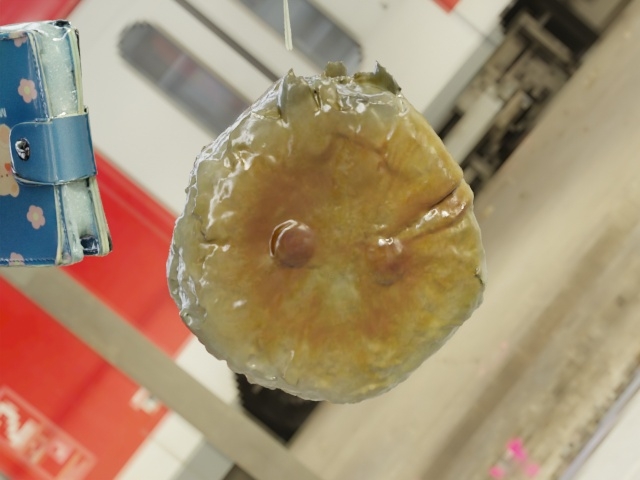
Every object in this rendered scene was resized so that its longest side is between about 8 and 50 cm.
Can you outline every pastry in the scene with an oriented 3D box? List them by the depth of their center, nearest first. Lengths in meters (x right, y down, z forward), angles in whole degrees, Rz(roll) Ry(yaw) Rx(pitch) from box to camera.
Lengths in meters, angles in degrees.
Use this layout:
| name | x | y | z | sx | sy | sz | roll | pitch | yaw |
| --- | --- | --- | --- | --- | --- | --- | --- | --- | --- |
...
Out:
| name | x | y | z | sx | sy | sz | roll | pitch | yaw |
| --- | --- | --- | --- | --- | --- | --- | --- | --- | --- |
| pastry | 0.000 | 0.000 | 1.585 | 0.329 | 0.330 | 0.136 | -51 | 16 | -2 |

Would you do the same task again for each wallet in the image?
| name | x | y | z | sx | sy | sz | roll | pitch | yaw |
| --- | --- | --- | --- | --- | --- | --- | --- | --- | --- |
| wallet | -0.246 | -0.079 | 1.386 | 0.141 | 0.202 | 0.059 | -1 | 10 | 38 |

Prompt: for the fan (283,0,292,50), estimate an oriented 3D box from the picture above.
| name | x | y | z | sx | sy | sz | roll | pitch | yaw |
| --- | --- | --- | --- | --- | --- | --- | --- | --- | --- |
| fan | -0.055 | -0.460 | 2.213 | 0.012 | 0.414 | 0.233 | -4 | 5 | 16 |
